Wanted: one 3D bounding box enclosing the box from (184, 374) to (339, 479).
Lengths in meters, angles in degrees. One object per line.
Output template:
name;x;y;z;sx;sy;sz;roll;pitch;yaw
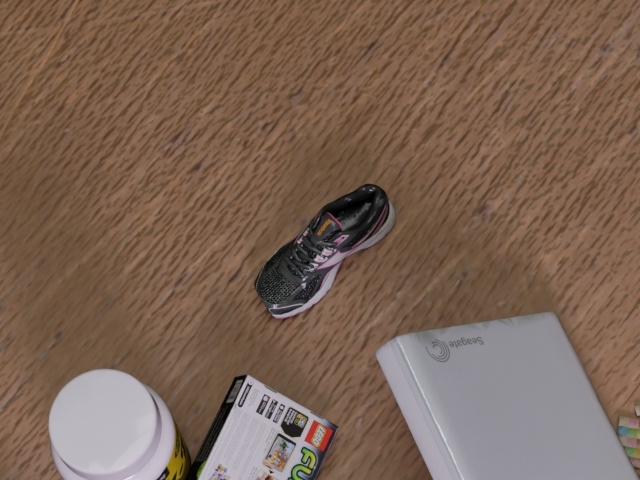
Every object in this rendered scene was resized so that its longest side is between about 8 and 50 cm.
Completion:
box;-0.075;0.248;1.720;0.114;0.036;0.207;32;71;-18

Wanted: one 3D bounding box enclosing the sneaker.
sneaker;0.000;0.000;1.815;0.072;0.077;0.178;41;77;17

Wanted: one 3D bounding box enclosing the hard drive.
hard drive;0.214;0.239;1.662;0.233;0.047;0.353;-5;62;-42

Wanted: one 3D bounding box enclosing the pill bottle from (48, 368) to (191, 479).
pill bottle;-0.191;0.198;1.679;0.119;0.208;0.119;-1;70;3

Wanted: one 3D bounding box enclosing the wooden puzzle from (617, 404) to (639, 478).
wooden puzzle;0.319;0.204;1.759;0.049;0.006;0.083;9;71;7
